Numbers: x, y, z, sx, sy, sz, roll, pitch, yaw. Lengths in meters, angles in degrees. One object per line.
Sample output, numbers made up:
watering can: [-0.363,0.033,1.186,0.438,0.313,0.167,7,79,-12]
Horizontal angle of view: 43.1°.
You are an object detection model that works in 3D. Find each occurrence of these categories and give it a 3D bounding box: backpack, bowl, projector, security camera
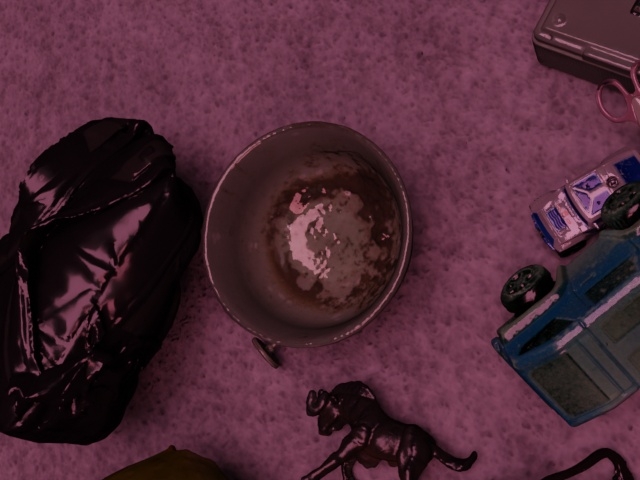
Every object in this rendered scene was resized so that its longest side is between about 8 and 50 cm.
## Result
backpack: [-0.330,0.041,1.120,0.363,0.255,0.446,31,89,46]
bowl: [0.000,0.000,1.079,0.289,0.146,0.289,-3,80,20]
projector: [0.415,-0.274,0.996,0.256,0.099,0.192,28,92,24]
security camera: [-0.046,0.128,1.128,0.092,0.058,0.058,-40,68,-3]

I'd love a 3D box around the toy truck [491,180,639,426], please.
toy truck: [0.333,0.069,0.904,0.279,0.156,0.155,-42,105,10]

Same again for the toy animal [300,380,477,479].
toy animal: [0.073,0.267,1.030,0.232,0.084,0.148,17,85,27]

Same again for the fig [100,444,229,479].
fig: [-0.195,0.435,0.986,0.343,0.343,0.343,-4,78,21]

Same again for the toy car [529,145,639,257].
toy car: [0.344,-0.053,0.995,0.170,0.070,0.080,-31,69,14]

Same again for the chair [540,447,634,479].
chair: [0.250,0.329,0.946,0.229,0.113,0.106,-16,80,-25]

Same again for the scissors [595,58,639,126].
scissors: [0.392,-0.123,0.945,0.085,0.022,0.176,-31,81,35]
